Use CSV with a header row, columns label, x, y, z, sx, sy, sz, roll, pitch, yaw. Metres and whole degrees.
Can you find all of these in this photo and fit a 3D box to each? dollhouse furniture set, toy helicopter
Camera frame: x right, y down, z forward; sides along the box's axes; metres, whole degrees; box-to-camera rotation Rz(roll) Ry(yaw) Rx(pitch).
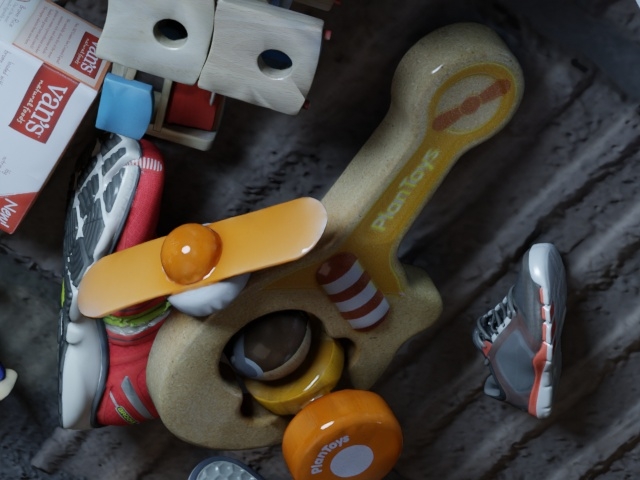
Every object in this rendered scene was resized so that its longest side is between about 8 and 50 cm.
label,x,y,z,sx,sy,sz,roll,pitch,yaw
dollhouse furniture set,-0.066,-0.109,1.088,0.129,0.129,0.184,17,131,-1
toy helicopter,0.000,0.000,1.152,0.235,0.140,0.355,17,119,-35

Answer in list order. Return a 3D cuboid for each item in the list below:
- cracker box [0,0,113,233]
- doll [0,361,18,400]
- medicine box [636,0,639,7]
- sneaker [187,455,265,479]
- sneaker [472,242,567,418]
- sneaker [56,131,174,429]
label,x,y,z,sx,sy,sz,roll,pitch,yaw
cracker box,-0.270,-0.121,1.170,0.232,0.067,0.156,28,132,-12
doll,-0.298,0.042,1.332,0.129,0.046,0.189,-10,122,33
medicine box,0.228,-0.195,0.828,0.149,0.263,0.289,-14,134,25
sneaker,-0.061,0.290,1.466,0.226,0.086,0.163,56,150,-1
sneaker,0.137,0.066,1.242,0.065,0.061,0.158,9,132,14
sneaker,-0.127,0.029,1.266,0.118,0.107,0.279,1,137,-12
